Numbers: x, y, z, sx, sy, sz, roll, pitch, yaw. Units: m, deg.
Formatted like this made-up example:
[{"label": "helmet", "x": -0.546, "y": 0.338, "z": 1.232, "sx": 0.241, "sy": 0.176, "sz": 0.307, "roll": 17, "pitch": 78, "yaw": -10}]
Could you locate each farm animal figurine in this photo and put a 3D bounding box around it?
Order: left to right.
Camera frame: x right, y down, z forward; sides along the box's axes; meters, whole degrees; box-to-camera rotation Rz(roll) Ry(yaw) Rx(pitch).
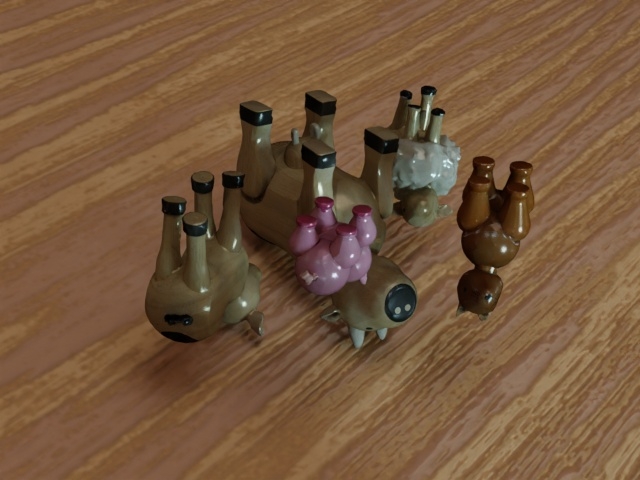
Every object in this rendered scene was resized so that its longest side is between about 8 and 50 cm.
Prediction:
[{"label": "farm animal figurine", "x": 0.000, "y": 0.000, "z": 1.166, "sx": 0.330, "sy": 0.172, "sz": 0.327, "roll": -4, "pitch": 28, "yaw": -16}]
